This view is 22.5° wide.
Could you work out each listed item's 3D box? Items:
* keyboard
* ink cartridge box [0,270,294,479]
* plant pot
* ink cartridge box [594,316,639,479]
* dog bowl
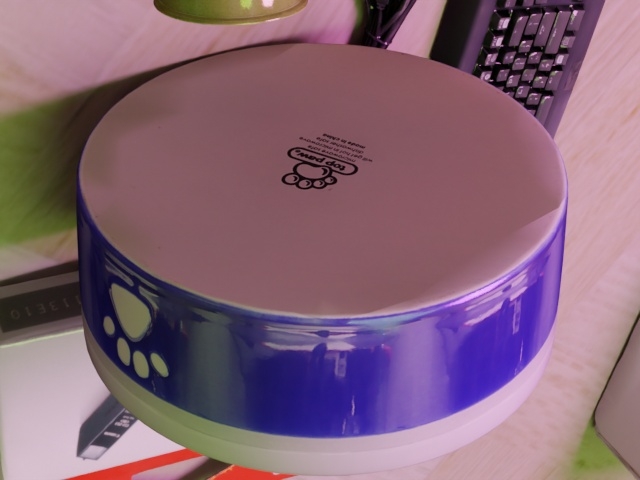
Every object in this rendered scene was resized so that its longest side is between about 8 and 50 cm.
[{"bbox_3d":[0.092,-0.101,1.033,0.202,0.033,0.317,-6,127,-31],"label":"keyboard"},{"bbox_3d":[-0.080,0.110,1.050,0.275,0.060,0.239,-12,130,-19],"label":"ink cartridge box"},{"bbox_3d":[-0.048,-0.164,0.853,0.083,0.083,0.079,-13,118,-26],"label":"plant pot"},{"bbox_3d":[0.414,0.099,1.356,0.307,0.129,0.223,-4,127,-33],"label":"ink cartridge box"},{"bbox_3d":[0.000,0.000,0.879,0.265,0.265,0.104,-17,130,-23],"label":"dog bowl"}]
